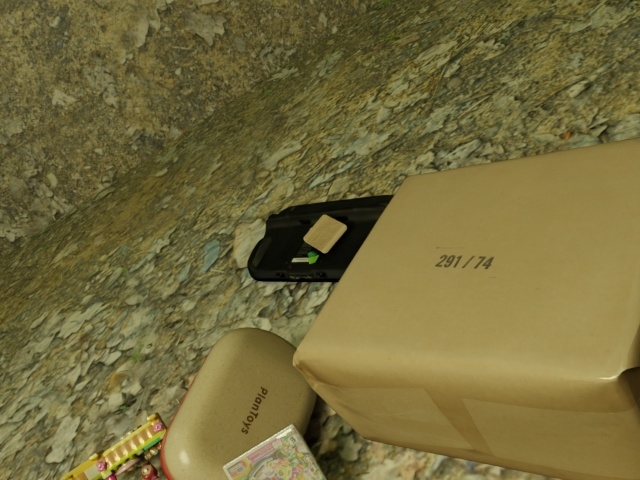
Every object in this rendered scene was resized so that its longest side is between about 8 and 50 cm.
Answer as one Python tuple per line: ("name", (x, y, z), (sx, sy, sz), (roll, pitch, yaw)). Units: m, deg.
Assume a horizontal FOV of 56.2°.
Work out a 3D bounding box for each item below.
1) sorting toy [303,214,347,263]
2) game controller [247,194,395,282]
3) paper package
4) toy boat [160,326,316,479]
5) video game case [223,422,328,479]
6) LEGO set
("sorting toy", (0.000, 0.000, 0.965), (0.083, 0.012, 0.062), (-50, 42, -8))
("game controller", (0.004, 0.001, 1.027), (0.319, 0.067, 0.166), (-4, 56, 44))
("paper package", (0.191, 0.059, 0.616), (0.325, 0.168, 0.309), (-5, 40, 43))
("toy boat", (-0.104, 0.224, 0.736), (0.151, 0.151, 0.231), (-48, 12, 46))
("video game case", (-0.032, 0.261, 0.608), (0.087, 0.122, 0.011), (-32, -8, 4))
("LEGO set", (-0.262, 0.324, 0.797), (0.287, 0.107, 0.132), (-36, -6, 7))
